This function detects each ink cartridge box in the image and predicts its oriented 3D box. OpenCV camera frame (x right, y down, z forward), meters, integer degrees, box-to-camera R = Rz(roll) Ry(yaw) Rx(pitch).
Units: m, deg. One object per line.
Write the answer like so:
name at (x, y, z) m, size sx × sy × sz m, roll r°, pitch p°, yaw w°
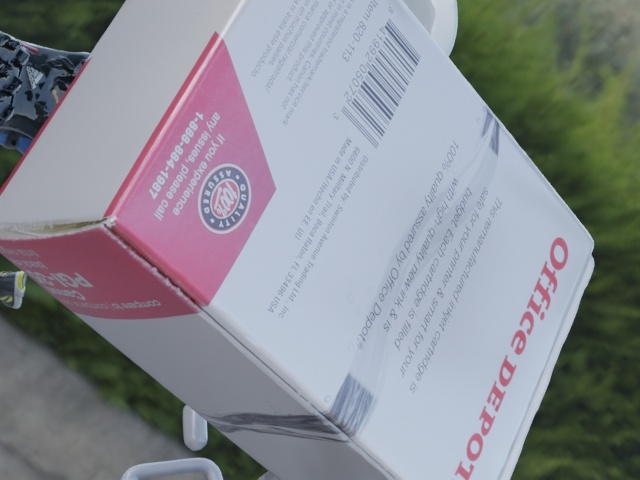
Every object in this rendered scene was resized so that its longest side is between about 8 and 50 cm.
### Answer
ink cartridge box at (0.000, 0.000, 0.703) m, size 0.117 × 0.207 × 0.283 m, roll -3°, pitch -39°, yaw 46°

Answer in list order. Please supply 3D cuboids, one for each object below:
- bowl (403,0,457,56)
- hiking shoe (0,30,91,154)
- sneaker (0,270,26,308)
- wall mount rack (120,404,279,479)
bowl at (-0.025, -0.240, 1.212) m, size 0.298 × 0.134 × 0.298 m, roll 25°, pitch 49°, yaw -32°
hiking shoe at (-0.271, -0.132, 1.179) m, size 0.132 × 0.113 × 0.304 m, roll 19°, pitch -4°, yaw 28°
sneaker at (-0.300, 0.043, 1.291) m, size 0.035 × 0.031 × 0.083 m, roll 10°, pitch -19°, yaw -15°
wall mount rack at (-0.061, 0.282, 1.004) m, size 0.350 × 0.130 × 0.304 m, roll 131°, pitch -49°, yaw -56°
